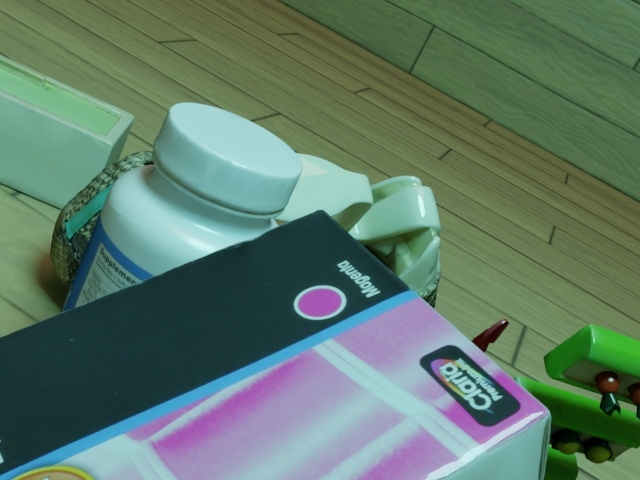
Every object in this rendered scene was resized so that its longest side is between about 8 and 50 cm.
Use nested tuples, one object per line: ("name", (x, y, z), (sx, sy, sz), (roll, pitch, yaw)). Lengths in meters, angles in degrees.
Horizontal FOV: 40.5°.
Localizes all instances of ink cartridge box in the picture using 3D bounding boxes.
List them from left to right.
("ink cartridge box", (-0.108, 0.111, 0.339), (0.370, 0.069, 0.176), (-24, 41, -21))

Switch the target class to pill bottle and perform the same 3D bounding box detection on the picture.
("pill bottle", (-0.097, 0.027, 0.577), (0.124, 0.222, 0.124), (24, 21, -10))

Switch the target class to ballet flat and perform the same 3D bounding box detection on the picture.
("ballet flat", (0.000, 0.000, 0.804), (0.482, 0.182, 0.164), (6, 54, -44))

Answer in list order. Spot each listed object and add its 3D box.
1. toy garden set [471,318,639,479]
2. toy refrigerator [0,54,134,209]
("toy garden set", (0.105, 0.137, 0.577), (0.203, 0.244, 0.049), (19, 46, -21))
("toy refrigerator", (-0.327, -0.131, 0.840), (0.269, 0.094, 0.102), (24, 22, -8))
